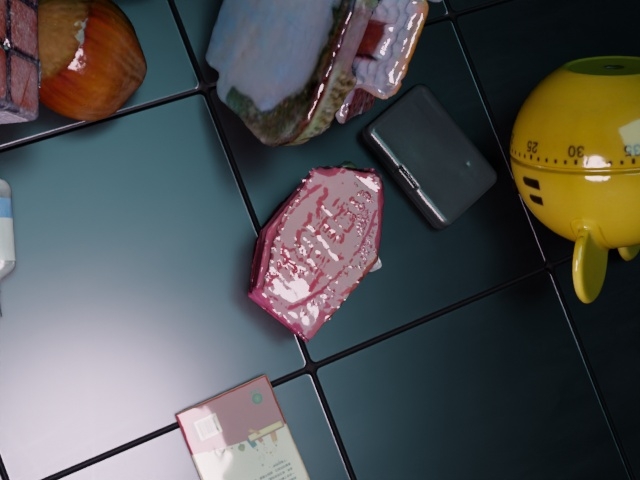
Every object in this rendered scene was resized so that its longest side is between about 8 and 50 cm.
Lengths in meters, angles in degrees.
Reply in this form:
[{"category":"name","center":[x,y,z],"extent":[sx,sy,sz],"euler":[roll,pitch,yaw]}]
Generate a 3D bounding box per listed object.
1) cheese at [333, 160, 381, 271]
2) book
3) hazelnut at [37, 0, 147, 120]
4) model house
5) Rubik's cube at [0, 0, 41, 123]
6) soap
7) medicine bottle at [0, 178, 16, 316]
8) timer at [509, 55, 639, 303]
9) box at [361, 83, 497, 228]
[{"category":"cheese","center":[0.054,-0.037,1.571],"extent":[0.097,0.037,0.192],"euler":[-24,89,-19]},{"category":"book","center":[-0.114,0.351,1.464],"extent":[0.162,0.022,0.232],"euler":[-22,89,-18]},{"category":"hazelnut","center":[-0.360,-0.296,1.400],"extent":[0.210,0.186,0.210],"euler":[4,65,-8]},{"category":"model house","center":[0.052,-0.334,1.466],"extent":[0.339,0.297,0.360],"euler":[-2,121,-44]},{"category":"Rubik's cube","center":[-0.594,-0.331,1.187],"extent":[0.337,0.344,0.345],"euler":[-4,82,13]},{"category":"soap","center":[0.000,0.000,1.487],"extent":[0.182,0.112,0.289],"euler":[41,82,-8]},{"category":"medicine bottle","center":[-0.503,0.012,1.371],"extent":[0.090,0.053,0.209],"euler":[-4,83,-18]},{"category":"timer","center":[0.495,-0.113,1.590],"extent":[0.376,0.376,0.387],"euler":[-12,110,-20]},{"category":"box","center":[0.195,-0.150,1.628],"extent":[0.160,0.050,0.230],"euler":[-42,96,-20]}]
